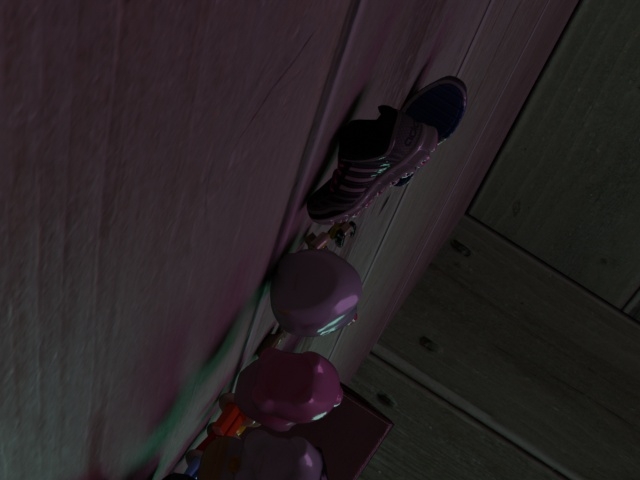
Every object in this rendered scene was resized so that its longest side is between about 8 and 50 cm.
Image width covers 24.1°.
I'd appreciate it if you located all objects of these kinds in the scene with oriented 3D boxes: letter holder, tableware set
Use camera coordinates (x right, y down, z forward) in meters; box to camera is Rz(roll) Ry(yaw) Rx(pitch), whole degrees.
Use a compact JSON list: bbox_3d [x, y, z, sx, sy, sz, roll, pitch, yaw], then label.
[{"bbox_3d":[-0.078,0.326,2.248,0.302,0.214,0.152,-56,-155,-1],"label":"letter holder"},{"bbox_3d":[-0.040,0.107,1.939,0.169,0.020,0.141,-58,173,1],"label":"tableware set"}]

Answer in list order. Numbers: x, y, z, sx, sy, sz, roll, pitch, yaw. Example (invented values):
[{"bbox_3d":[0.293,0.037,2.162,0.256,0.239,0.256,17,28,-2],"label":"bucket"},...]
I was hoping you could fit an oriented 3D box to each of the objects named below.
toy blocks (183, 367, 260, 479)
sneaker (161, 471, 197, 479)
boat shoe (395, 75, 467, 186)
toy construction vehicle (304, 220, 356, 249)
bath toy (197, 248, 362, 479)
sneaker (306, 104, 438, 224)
[{"bbox_3d":[-0.120,0.239,1.830,0.148,0.054,0.123,-51,172,-39],"label":"toy blocks"},{"bbox_3d":[-0.177,0.316,1.650,0.293,0.102,0.146,98,10,-63],"label":"sneaker"},{"bbox_3d":[0.126,-0.145,1.827,0.183,0.066,0.066,-50,-175,46],"label":"boat shoe"},{"bbox_3d":[0.000,0.000,1.714,0.086,0.035,0.098,-43,166,-20],"label":"toy construction vehicle"},{"bbox_3d":[-0.037,0.180,1.600,0.129,0.151,0.348,49,52,-59],"label":"bath toy"},{"bbox_3d":[0.036,-0.079,1.493,0.170,0.075,0.063,-35,-154,37],"label":"sneaker"}]
